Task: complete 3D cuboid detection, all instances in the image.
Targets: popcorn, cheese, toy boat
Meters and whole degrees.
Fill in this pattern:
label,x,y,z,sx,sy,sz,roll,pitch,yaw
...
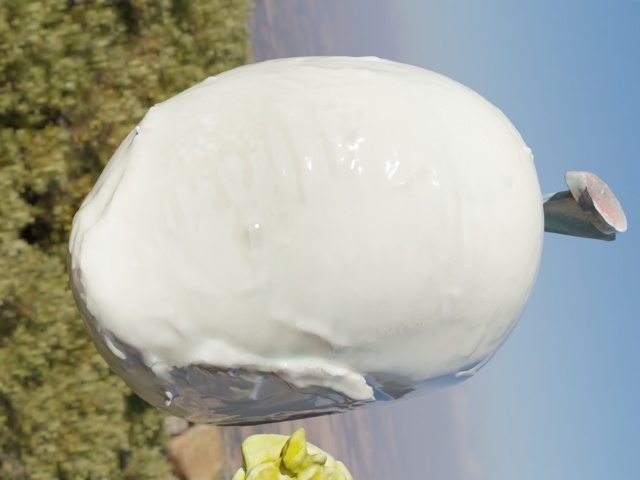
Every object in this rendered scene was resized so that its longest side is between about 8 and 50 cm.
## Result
label,x,y,z,sx,sy,sz,roll,pitch,yaw
popcorn,-0.040,0.311,1.276,0.186,0.167,0.187,-63,172,-13
cheese,0.000,0.000,0.486,0.198,0.188,0.155,56,30,-79
toy boat,0.225,-0.024,1.086,0.096,0.122,0.034,45,52,-28
